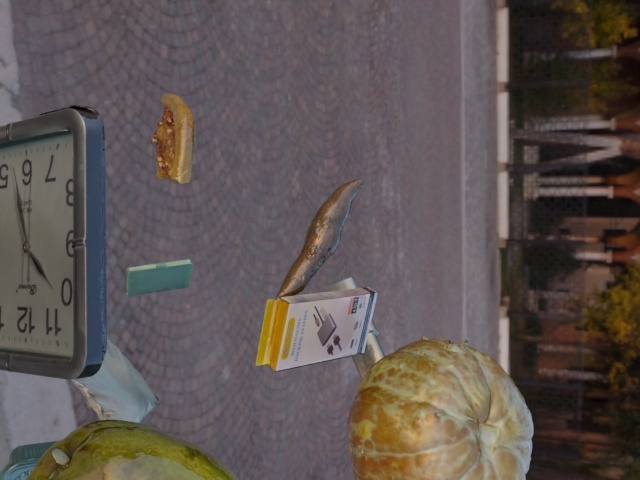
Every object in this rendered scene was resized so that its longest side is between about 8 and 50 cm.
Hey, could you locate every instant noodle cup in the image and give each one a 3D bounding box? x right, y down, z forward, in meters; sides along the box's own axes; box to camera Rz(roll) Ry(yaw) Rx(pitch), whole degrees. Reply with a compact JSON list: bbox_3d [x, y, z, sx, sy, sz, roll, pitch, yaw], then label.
[{"bbox_3d":[-0.438,0.391,1.098,0.179,0.070,0.157,2,120,-33],"label":"instant noodle cup"}]

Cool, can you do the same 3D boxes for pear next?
[{"bbox_3d":[-0.196,0.343,0.746,0.321,0.268,0.269,61,32,-24],"label":"pear"}]

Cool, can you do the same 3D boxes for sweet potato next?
[{"bbox_3d":[0.000,0.000,1.175,0.274,0.067,0.067,-59,149,-18],"label":"sweet potato"}]

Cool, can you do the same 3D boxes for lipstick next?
[{"bbox_3d":[0.083,0.204,1.377,0.077,0.078,0.253,65,3,-60],"label":"lipstick"}]

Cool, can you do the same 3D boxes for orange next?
[{"bbox_3d":[0.202,0.328,1.115,0.329,0.249,0.330,8,72,-25],"label":"orange"}]

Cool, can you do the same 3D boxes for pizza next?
[{"bbox_3d":[-0.316,-0.216,1.428,0.056,0.134,0.271,21,51,-40],"label":"pizza"}]

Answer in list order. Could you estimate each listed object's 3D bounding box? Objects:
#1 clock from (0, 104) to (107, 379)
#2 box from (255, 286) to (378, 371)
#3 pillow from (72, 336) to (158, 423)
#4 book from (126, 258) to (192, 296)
[{"bbox_3d":[-0.326,0.004,0.741,0.049,0.273,0.279,1,87,-54],"label":"clock"},{"bbox_3d":[-0.001,0.155,1.176,0.247,0.033,0.129,-3,110,-44],"label":"box"},{"bbox_3d":[-0.325,0.173,0.955,0.229,0.051,0.128,52,16,-1],"label":"pillow"},{"bbox_3d":[-0.344,0.078,1.425,0.103,0.134,0.017,111,-35,-51],"label":"book"}]
